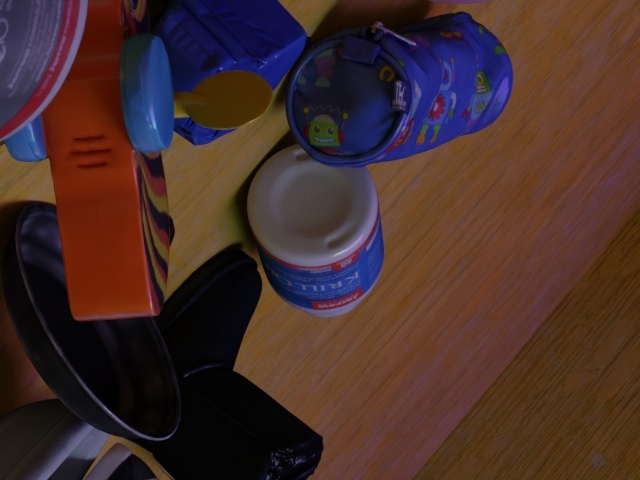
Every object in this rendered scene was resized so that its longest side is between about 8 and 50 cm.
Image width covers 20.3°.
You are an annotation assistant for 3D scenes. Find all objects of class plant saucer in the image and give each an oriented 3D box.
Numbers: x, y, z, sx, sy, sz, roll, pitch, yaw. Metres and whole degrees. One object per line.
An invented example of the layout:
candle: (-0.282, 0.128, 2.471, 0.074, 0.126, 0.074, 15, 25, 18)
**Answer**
plant saucer: (-0.308, 0.258, 1.363, 0.400, 0.100, 0.400, -55, 178, -3)

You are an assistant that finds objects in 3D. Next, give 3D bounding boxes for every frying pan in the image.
frying pan: (-0.177, 0.026, 1.356, 0.053, 0.326, 0.197, -31, 124, 13)

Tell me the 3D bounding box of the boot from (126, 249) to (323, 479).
boot: (-0.077, 0.141, 1.668, 0.246, 0.207, 0.094, -42, 160, -38)

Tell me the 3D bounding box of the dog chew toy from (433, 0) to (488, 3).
dog chew toy: (0.073, -0.290, 1.233, 0.206, 0.206, 0.332, -55, 156, 4)

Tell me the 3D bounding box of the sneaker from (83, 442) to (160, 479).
sneaker: (-0.169, 0.260, 1.455, 0.079, 0.121, 0.217, -57, 177, 37)

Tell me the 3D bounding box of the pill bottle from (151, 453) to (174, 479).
pill bottle: (-0.113, 0.210, 1.872, 0.117, 0.117, 0.215, -51, 164, -10)

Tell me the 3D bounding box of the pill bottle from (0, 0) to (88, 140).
pill bottle: (-0.234, -0.112, 0.761, 0.161, 0.161, 0.283, -58, 163, 16)

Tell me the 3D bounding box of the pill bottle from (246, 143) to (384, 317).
pill bottle: (0.000, 0.000, 1.742, 0.124, 0.124, 0.221, -50, 163, -12)

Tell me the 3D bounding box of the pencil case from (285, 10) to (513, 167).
pencil case: (0.081, -0.148, 1.677, 0.306, 0.119, 0.133, -21, 133, -63)

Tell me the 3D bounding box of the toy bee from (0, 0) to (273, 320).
toy bee: (-0.124, -0.111, 1.095, 0.162, 0.195, 0.298, -77, -177, -64)

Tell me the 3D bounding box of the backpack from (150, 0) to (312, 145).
backpack: (-0.086, -0.129, 1.285, 0.101, 0.098, 0.120, -30, 165, -37)
